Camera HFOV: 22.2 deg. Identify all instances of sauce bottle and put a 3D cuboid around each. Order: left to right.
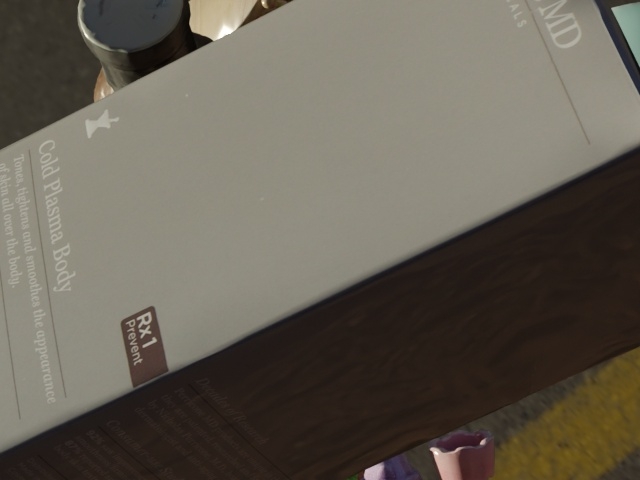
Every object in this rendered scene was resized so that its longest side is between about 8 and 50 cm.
[{"bbox_3d":[-0.103,-0.082,1.184,0.111,0.344,0.111,-3,65,6],"label":"sauce bottle"}]

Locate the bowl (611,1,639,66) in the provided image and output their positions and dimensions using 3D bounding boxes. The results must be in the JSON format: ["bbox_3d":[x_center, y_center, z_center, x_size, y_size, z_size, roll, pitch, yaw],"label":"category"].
[{"bbox_3d":[0.379,-0.104,1.746,0.312,0.311,0.163,-6,62,30],"label":"bowl"}]

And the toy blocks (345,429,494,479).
[{"bbox_3d":[-0.015,0.218,1.537,0.309,0.288,0.260,-7,98,21],"label":"toy blocks"}]

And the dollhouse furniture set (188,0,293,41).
[{"bbox_3d":[0.019,-0.102,1.463,0.355,0.303,0.173,-28,52,51],"label":"dollhouse furniture set"}]

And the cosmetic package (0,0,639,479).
[{"bbox_3d":[0.000,0.000,0.533,0.238,0.107,0.127,-29,49,13],"label":"cosmetic package"}]
